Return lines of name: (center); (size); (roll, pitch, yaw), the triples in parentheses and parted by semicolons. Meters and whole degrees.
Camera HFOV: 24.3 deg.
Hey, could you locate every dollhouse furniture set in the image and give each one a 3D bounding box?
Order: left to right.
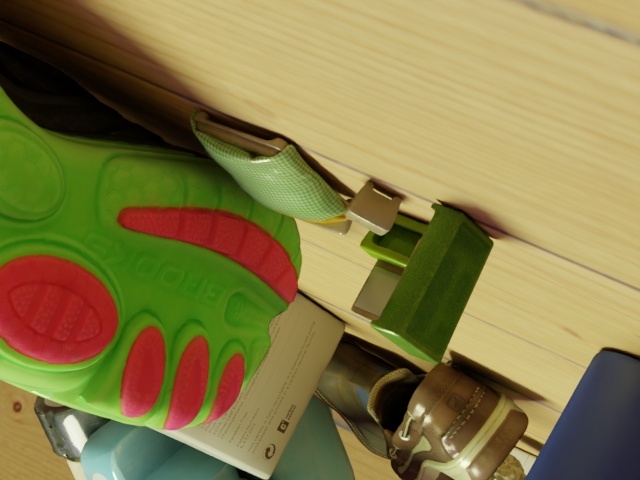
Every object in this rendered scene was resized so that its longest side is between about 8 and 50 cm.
dollhouse furniture set: (0.000, 0.000, 0.654); (0.151, 0.058, 0.076); (22, 170, 37)

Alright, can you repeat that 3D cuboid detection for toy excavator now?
toy excavator: (-0.073, 0.229, 1.350); (0.445, 0.433, 0.222); (-3, 116, 44)

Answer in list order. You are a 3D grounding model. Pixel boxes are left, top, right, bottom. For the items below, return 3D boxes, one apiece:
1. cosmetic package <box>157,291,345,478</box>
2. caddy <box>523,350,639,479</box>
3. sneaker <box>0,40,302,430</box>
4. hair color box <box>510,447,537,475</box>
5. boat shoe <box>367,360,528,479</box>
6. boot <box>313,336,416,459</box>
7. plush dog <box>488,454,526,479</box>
cosmetic package: (-0.169, 0.041, 1.141); (0.197, 0.155, 0.365); (21, 169, 38)
caddy: (0.225, 0.201, 0.746); (0.341, 0.179, 0.241); (35, 169, -39)
sneaker: (-0.205, -0.038, 0.663); (0.202, 0.185, 0.483); (18, 166, 38)
hair color box: (0.188, 0.261, 1.559); (0.167, 0.093, 0.053); (21, 171, 42)
boat shoe: (0.085, 0.135, 1.160); (0.095, 0.095, 0.257); (38, 164, 0)
boot: (0.080, 0.163, 1.342); (0.219, 0.082, 0.106); (35, 172, -31)
plush dog: (0.260, 0.317, 1.364); (0.210, 0.262, 0.225); (-12, -170, -19)
